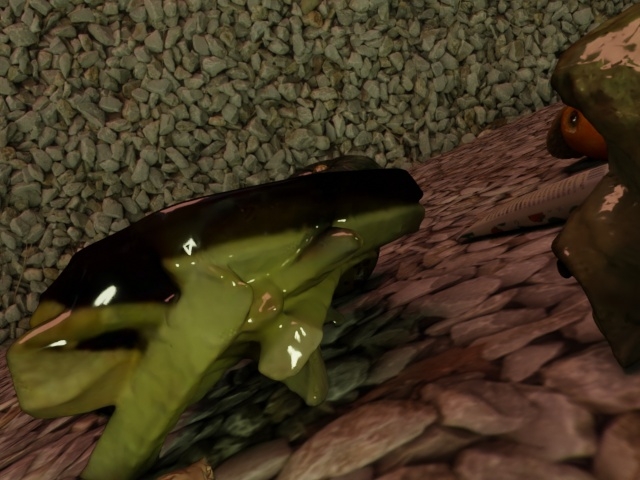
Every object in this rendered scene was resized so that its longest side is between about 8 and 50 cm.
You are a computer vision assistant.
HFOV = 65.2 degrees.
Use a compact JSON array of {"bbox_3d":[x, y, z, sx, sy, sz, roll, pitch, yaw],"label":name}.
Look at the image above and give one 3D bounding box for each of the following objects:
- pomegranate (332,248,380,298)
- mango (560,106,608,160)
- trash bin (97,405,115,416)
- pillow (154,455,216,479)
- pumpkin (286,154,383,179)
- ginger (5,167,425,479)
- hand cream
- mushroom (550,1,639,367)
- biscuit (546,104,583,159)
[{"bbox_3d":[0.000,0.000,0.784,0.159,0.205,0.159,-44,20,21],"label":"pomegranate"},{"bbox_3d":[0.531,-0.208,0.805,0.289,0.129,0.146,-20,-18,-2],"label":"mango"},{"bbox_3d":[-0.293,0.175,0.763,0.165,0.115,0.225,-30,12,-35],"label":"trash bin"},{"bbox_3d":[-0.112,0.207,0.304,0.126,0.043,0.232,-21,5,-17],"label":"pillow"},{"bbox_3d":[0.028,-0.088,1.234,0.300,0.207,0.300,-14,20,5],"label":"pumpkin"},{"bbox_3d":[-0.075,0.090,0.549,0.413,0.211,0.358,-17,-8,-19],"label":"ginger"},{"bbox_3d":[0.314,-0.048,0.698,0.095,0.059,0.276,-31,6,-34],"label":"hand cream"},{"bbox_3d":[0.281,-0.061,0.283,0.291,0.218,0.212,-21,12,14],"label":"mushroom"},{"bbox_3d":[0.518,-0.227,0.917,0.219,0.033,0.220,-12,-32,-8],"label":"biscuit"}]
